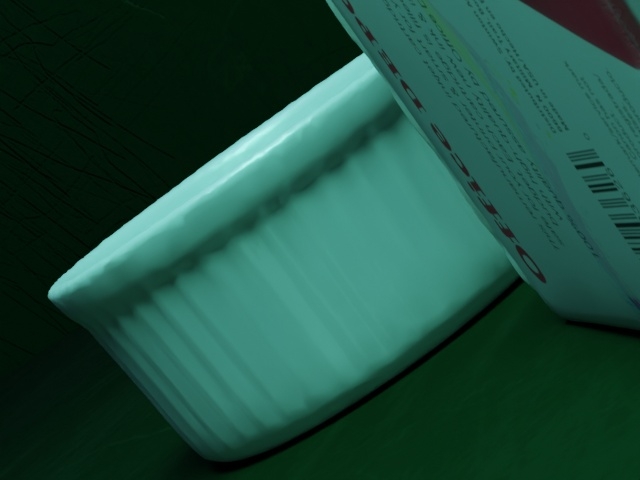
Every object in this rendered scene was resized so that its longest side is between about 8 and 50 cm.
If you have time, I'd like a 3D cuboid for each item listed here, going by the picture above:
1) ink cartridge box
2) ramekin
[{"bbox_3d":[0.112,-0.087,0.718,0.131,0.226,0.306,-36,7,-6],"label":"ink cartridge box"},{"bbox_3d":[0.000,0.000,1.096,0.277,0.135,0.277,-35,5,4],"label":"ramekin"}]
